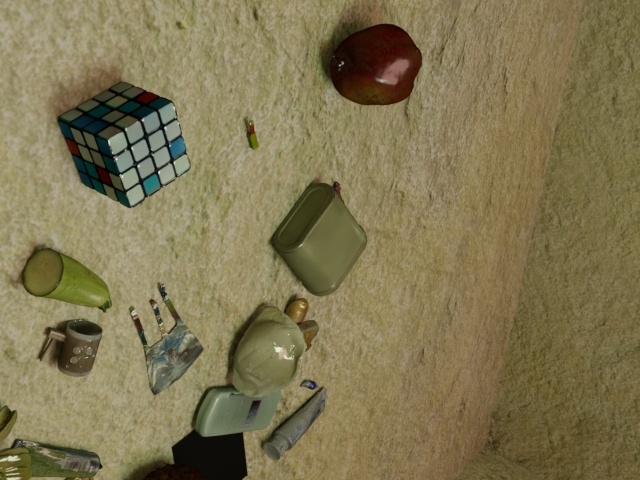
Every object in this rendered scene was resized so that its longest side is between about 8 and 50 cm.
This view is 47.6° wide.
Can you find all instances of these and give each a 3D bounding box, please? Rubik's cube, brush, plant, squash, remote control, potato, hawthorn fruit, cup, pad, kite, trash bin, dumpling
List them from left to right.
[{"bbox_3d":[-0.616,0.413,1.262,0.297,0.261,0.305,-21,116,-47],"label":"plant"},{"bbox_3d":[-0.499,0.221,1.464,0.102,0.074,0.099,0,112,-55],"label":"cup"},{"bbox_3d":[-0.473,0.096,1.416,0.094,0.094,0.224,-58,153,-9],"label":"squash"},{"bbox_3d":[-0.354,-0.176,1.327,0.155,0.151,0.154,-40,139,-31],"label":"Rubik's cube"},{"bbox_3d":[-0.372,0.240,1.711,0.169,0.015,0.309,-45,144,-25],"label":"kite"},{"bbox_3d":[-0.310,0.639,2.081,0.248,0.007,0.367,-34,136,-38],"label":"pad"},{"bbox_3d":[-0.229,0.474,2.024,0.296,0.056,0.140,13,99,-55],"label":"remote control"},{"bbox_3d":[-0.159,-0.245,1.671,0.019,0.021,0.083,-43,147,-27],"label":"brush"},{"bbox_3d":[-0.136,0.311,1.937,0.252,0.179,0.131,-62,167,-2],"label":"dumpling"},{"bbox_3d":[-0.064,0.200,2.073,0.083,0.062,0.068,-45,-171,33],"label":"potato"},{"bbox_3d":[0.000,0.000,1.981,0.243,0.121,0.247,-55,143,-14],"label":"trash bin"},{"bbox_3d":[0.118,-0.435,1.784,0.248,0.208,0.207,-1,114,-33],"label":"hawthorn fruit"}]

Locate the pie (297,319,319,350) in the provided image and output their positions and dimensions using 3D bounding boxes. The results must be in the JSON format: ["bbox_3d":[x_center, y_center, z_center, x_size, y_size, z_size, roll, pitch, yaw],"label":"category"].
[{"bbox_3d":[-0.085,0.309,2.094,0.195,0.046,0.195,-39,157,-21],"label":"pie"}]

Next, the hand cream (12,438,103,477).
[{"bbox_3d":[-0.573,0.478,1.570,0.235,0.055,0.086,28,86,-50],"label":"hand cream"}]

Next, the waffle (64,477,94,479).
[{"bbox_3d":[-0.561,0.590,1.680,0.092,0.021,0.134,-33,135,-41],"label":"waffle"}]

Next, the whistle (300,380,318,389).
[{"bbox_3d":[-0.034,0.465,2.330,0.033,0.029,0.083,-33,148,21],"label":"whistle"}]

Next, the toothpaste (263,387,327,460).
[{"bbox_3d":[-0.068,0.592,2.341,0.299,0.073,0.113,-35,137,-48],"label":"toothpaste"}]

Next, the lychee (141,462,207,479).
[{"bbox_3d":[-0.376,0.705,1.819,0.267,0.268,0.267,-33,136,-39],"label":"lychee"}]

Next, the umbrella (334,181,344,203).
[{"bbox_3d":[0.056,-0.100,2.073,0.027,0.025,0.165,-25,133,-15],"label":"umbrella"}]
